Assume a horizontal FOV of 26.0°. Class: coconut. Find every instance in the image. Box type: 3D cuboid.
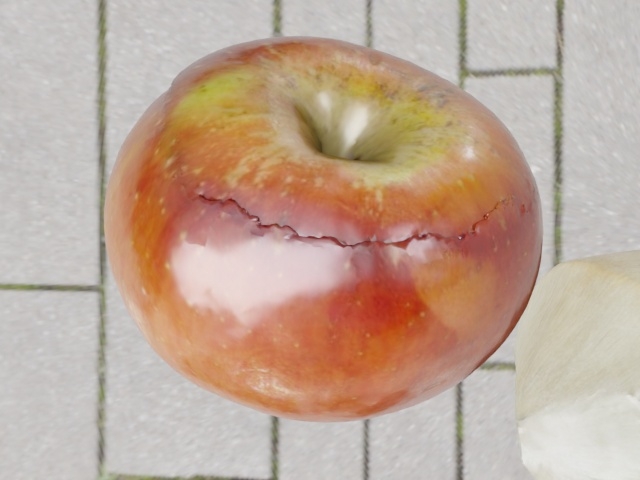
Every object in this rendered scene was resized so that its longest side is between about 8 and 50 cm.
[{"bbox_3d":[0.388,0.182,1.576,0.415,0.415,0.345,3,110,15],"label":"coconut"}]

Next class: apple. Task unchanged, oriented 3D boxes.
[{"bbox_3d":[0.000,0.000,0.882,0.271,0.252,0.206,0,129,-17],"label":"apple"}]
